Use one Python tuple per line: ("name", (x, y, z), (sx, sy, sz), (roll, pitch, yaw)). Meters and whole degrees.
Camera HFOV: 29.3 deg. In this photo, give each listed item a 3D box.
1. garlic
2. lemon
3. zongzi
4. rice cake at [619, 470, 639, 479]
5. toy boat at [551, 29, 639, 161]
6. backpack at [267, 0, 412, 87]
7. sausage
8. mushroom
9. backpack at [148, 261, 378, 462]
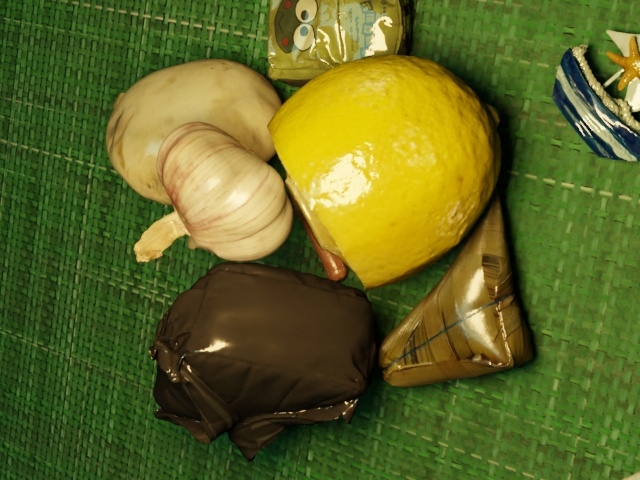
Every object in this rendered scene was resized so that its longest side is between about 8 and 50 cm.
("garlic", (-0.183, -0.047, 1.876), (0.253, 0.245, 0.245), (-42, 67, -12))
("lemon", (0.114, -0.126, 1.885), (0.364, 0.364, 0.364), (3, 96, 32))
("zongzi", (0.195, 0.082, 1.963), (0.260, 0.123, 0.289), (-13, 88, 32))
("rice cake", (0.521, 0.386, 1.831), (0.211, 0.038, 0.124), (-30, 78, 32))
("toy boat", (0.494, -0.253, 1.798), (0.291, 0.067, 0.220), (-40, 73, 17))
("backpack", (0.033, -0.352, 2.027), (0.253, 0.140, 0.207), (4, 96, 26))
("sausage", (0.000, 0.000, 2.134), (0.042, 0.036, 0.158), (-29, 76, -4))
("mushroom", (-0.204, -0.145, 2.150), (0.314, 0.314, 0.336), (14, 132, 31))
("backpack", (-0.114, 0.219, 2.027), (0.445, 0.363, 0.254), (127, 152, -62))
